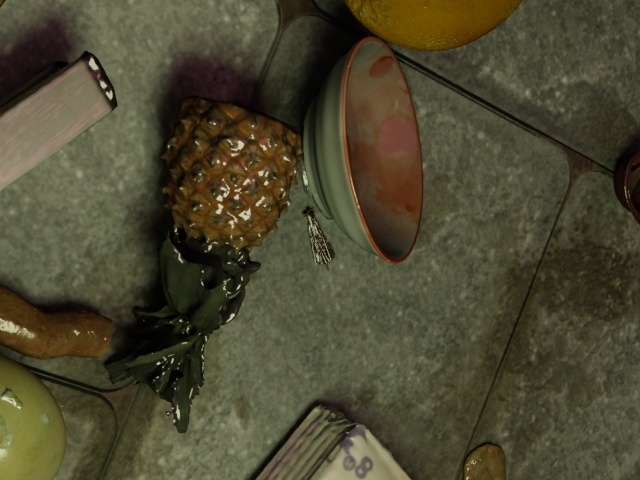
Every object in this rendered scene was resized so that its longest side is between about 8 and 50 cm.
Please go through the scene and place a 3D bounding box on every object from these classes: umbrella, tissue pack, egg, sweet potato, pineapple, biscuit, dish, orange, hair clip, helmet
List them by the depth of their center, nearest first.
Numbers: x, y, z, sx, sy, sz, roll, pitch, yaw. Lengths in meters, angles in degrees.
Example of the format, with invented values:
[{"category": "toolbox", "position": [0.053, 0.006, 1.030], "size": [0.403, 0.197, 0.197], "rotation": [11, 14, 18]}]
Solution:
[{"category": "hair clip", "position": [-0.356, -0.074, 1.330], "size": [0.330, 0.101, 0.085], "rotation": [-37, 121, -23]}, {"category": "egg", "position": [-0.353, 0.190, 1.356], "size": [0.201, 0.164, 0.164], "rotation": [36, 80, -29]}, {"category": "sweet potato", "position": [-0.349, 0.072, 1.391], "size": [0.281, 0.059, 0.067], "rotation": [21, 48, -32]}, {"category": "pineapple", "position": [-0.129, 0.028, 1.461], "size": [0.165, 0.165, 0.365], "rotation": [15, 92, -33]}, {"category": "orange", "position": [0.132, -0.322, 1.517], "size": [0.236, 0.236, 0.236], "rotation": [-6, 103, -30]}, {"category": "dish", "position": [0.039, -0.099, 1.547], "size": [0.260, 0.085, 0.260], "rotation": [-6, 90, -68]}, {"category": "umbrella", "position": [-0.001, 0.000, 1.617], "size": [0.031, 0.020, 0.083], "rotation": [-30, 108, -24]}, {"category": "tissue pack", "position": [-0.015, 0.398, 1.620], "size": [0.344, 0.125, 0.242], "rotation": [-48, 119, -15]}, {"category": "biscuit", "position": [0.223, 0.345, 1.820], "size": [0.071, 0.018, 0.147], "rotation": [-10, 104, -28]}, {"category": "helmet", "position": [0.432, -0.073, 1.844], "size": [0.089, 0.057, 0.111], "rotation": [-19, 104, -31]}]

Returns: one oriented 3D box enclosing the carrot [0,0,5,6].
[{"category": "carrot", "position": [-0.405, -0.162, 1.313], "size": [0.078, 0.078, 0.298], "rotation": [36, 85, -31]}]
